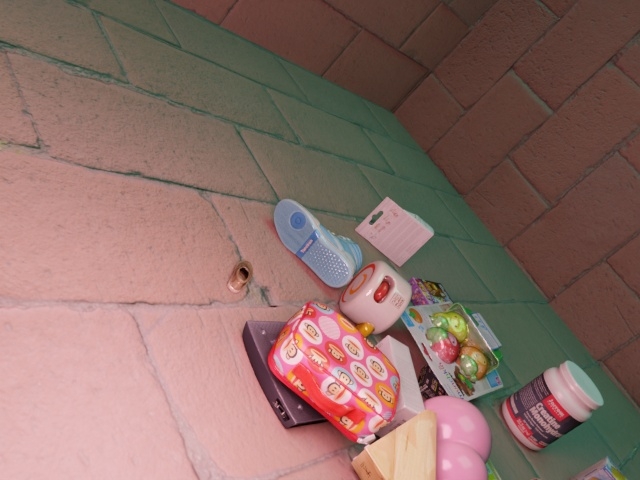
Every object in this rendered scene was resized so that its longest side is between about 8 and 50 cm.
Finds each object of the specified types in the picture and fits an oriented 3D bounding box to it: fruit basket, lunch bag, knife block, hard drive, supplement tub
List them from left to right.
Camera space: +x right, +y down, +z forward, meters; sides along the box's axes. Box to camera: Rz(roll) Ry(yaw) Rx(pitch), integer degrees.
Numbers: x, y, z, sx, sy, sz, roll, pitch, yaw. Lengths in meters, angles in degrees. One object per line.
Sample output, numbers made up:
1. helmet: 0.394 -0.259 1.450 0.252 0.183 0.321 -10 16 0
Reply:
1. hard drive: -0.071 0.294 1.325 0.172 0.054 0.255 11 40 -50
2. lunch bag: 0.035 0.285 1.281 0.293 0.120 0.258 41 21 -4
3. knife block: 0.191 0.514 1.227 0.275 0.088 0.242 -19 62 -36
4. fruit basket: 0.410 0.322 1.826 0.353 0.165 0.327 10 44 -54
5. supplement tub: 0.752 0.538 1.951 0.191 0.272 0.191 35 26 -20

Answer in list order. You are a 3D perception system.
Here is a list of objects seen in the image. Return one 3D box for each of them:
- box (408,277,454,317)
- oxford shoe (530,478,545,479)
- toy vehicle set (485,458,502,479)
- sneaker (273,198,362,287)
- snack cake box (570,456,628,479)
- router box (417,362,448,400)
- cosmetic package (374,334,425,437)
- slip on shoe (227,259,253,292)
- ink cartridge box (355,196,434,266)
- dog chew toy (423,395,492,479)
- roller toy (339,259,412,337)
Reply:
1. box: 0.439 0.272 2.149 0.201 0.057 0.293 13 39 -47
2. oxford shoe: 0.645 0.713 1.662 0.146 0.140 0.397 40 7 30
3. toy vehicle set: 0.411 0.614 1.586 0.166 0.035 0.267 17 36 -46
4. sneaker: 0.000 0.000 1.833 0.319 0.127 0.208 51 21 8
5. snack cake box: 0.946 0.849 1.906 0.264 0.152 0.089 50 25 14
6. router box: 0.333 0.428 1.759 0.092 0.038 0.122 43 24 0
7. cosmetic package: 0.173 0.359 1.468 0.085 0.117 0.231 33 25 -27
8. slip on shoe: -0.192 0.082 1.489 0.051 0.041 0.135 42 24 -5
9. ink cartridge box: 0.277 -0.038 2.232 0.232 0.189 0.066 40 24 -8
10. dog chew toy: 0.293 0.522 1.370 0.206 0.206 0.332 37 33 -15
11. roller toy: 0.163 0.169 1.720 0.146 0.191 0.209 41 24 -10
